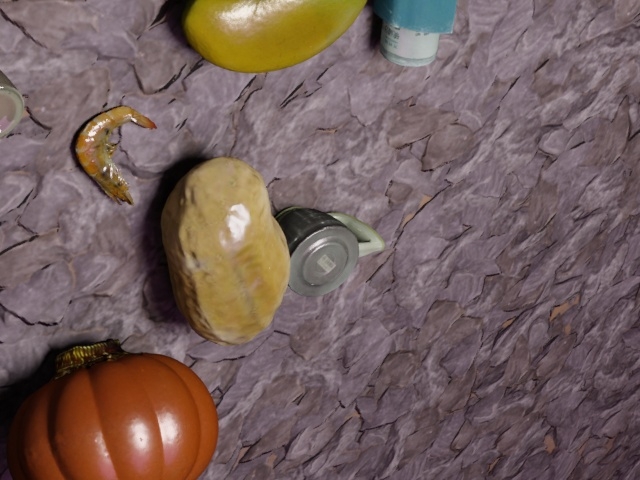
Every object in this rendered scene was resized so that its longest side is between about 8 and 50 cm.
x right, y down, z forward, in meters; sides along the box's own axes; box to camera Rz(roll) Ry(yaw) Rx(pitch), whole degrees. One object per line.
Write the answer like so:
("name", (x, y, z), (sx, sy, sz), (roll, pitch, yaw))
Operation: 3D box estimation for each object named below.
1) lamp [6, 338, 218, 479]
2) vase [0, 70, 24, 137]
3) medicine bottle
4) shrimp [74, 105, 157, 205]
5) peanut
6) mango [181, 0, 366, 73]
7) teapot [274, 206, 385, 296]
("lamp", (-0.214, 0.203, 1.367), (0.223, 0.196, 0.223), (-18, 171, -3))
("vase", (-0.289, -0.129, 1.087), (0.053, 0.101, 0.053), (-25, 138, -25))
("medicine bottle", (0.117, -0.303, 1.325), (0.124, 0.079, 0.258), (-18, 134, -31))
("shrimp", (-0.190, -0.082, 1.281), (0.083, 0.023, 0.114), (-40, 137, -13))
("peanut", (-0.096, 0.013, 1.366), (0.129, 0.129, 0.224), (-29, 138, -21))
("mango", (-0.041, -0.222, 1.255), (0.191, 0.085, 0.122), (-26, 148, -10))
("teapot", (-0.005, 0.007, 1.473), (0.124, 0.091, 0.092), (19, 109, -43))
